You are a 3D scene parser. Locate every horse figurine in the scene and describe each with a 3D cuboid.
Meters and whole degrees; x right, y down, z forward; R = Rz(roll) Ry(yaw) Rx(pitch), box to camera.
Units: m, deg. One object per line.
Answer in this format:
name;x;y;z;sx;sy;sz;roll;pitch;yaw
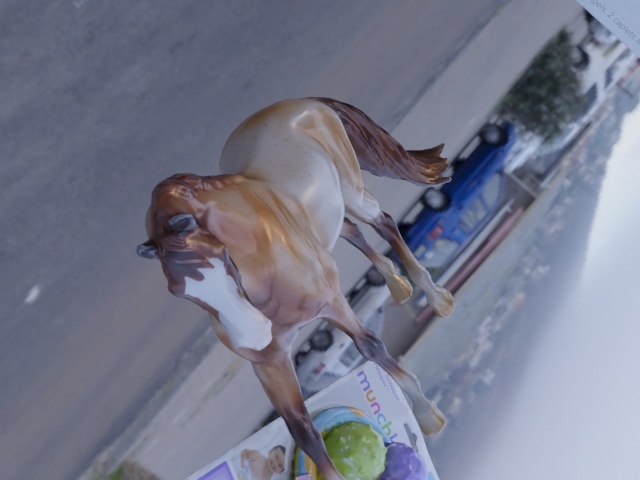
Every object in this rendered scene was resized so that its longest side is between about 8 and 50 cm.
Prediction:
horse figurine;0.000;0.000;0.450;0.066;0.174;0.263;-27;-157;26

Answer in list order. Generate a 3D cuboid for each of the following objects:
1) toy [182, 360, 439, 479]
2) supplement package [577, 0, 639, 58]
toy;0.022;0.170;0.645;0.056;0.137;0.237;-23;180;41
supplement package;0.248;-0.278;0.747;0.145;0.262;0.204;-41;-158;38
